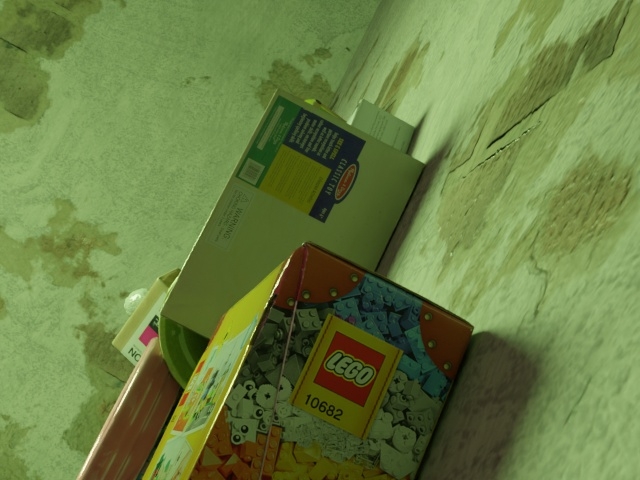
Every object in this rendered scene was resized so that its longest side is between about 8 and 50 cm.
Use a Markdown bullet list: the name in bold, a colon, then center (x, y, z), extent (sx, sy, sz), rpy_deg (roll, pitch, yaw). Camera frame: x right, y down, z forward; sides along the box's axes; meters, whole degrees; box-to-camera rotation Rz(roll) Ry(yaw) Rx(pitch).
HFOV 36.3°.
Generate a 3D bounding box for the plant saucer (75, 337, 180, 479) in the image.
- **plant saucer**: center (-0.329, 0.330, 1.670), extent (0.332, 0.084, 0.332), rpy_deg (-60, 7, 12)

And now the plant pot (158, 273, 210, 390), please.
- **plant pot**: center (-0.112, 0.139, 1.710), extent (0.276, 0.276, 0.254), rpy_deg (-61, -5, 9)

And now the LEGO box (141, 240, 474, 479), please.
- **LEGO box**: center (-0.067, 0.248, 1.096), extent (0.372, 0.193, 0.500), rpy_deg (-65, 7, -17)

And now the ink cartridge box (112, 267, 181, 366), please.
- **ink cartridge box**: center (-0.264, 0.204, 1.913), extent (0.193, 0.234, 0.088), rpy_deg (-52, -8, 23)

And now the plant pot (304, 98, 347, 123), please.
- **plant pot**: center (-0.016, -0.179, 2.241), extent (0.207, 0.227, 0.228), rpy_deg (-50, 11, 26)

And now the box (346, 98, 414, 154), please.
- **box**: center (0.070, -0.132, 1.835), extent (0.181, 0.119, 0.182), rpy_deg (-54, 11, 50)

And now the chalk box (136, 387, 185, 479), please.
- **chalk box**: center (-0.207, 0.367, 1.713), extent (0.179, 0.180, 0.289), rpy_deg (-57, 7, 33)

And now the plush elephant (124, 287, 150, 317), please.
- **plush elephant**: center (-0.212, 0.146, 2.126), extent (0.272, 0.330, 0.255), rpy_deg (-16, 34, 20)

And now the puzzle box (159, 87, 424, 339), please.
- **puzzle box**: center (-0.039, -0.004, 1.537), extent (0.409, 0.272, 0.052), rpy_deg (-63, 3, -11)
